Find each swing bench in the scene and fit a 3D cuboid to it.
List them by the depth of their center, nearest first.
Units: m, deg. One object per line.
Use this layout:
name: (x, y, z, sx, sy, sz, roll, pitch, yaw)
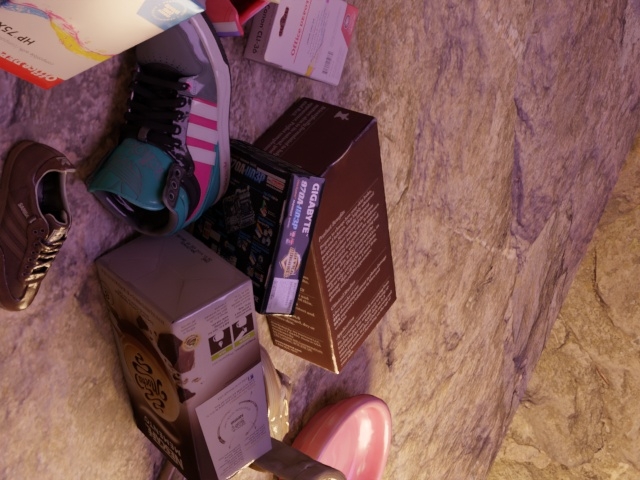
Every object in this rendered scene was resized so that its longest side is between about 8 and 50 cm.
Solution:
swing bench: (-0.111, 0.379, 1.409, 0.165, 0.253, 0.255, -7, 114, -59)

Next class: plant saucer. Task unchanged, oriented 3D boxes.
plant saucer: (0.018, 0.437, 1.847, 0.332, 0.084, 0.332, -37, 137, -46)

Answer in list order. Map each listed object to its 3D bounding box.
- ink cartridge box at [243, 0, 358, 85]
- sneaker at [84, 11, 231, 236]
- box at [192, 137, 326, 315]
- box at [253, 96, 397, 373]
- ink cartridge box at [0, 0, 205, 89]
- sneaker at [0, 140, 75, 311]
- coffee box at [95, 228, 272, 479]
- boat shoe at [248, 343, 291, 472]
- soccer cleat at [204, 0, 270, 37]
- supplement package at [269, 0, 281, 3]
ink cartridge box: (-0.033, -0.283, 1.322, 0.198, 0.067, 0.115, 3, 105, -62)
sneaker: (-0.190, -0.119, 1.106, 0.178, 0.124, 0.295, -55, 151, -44)
box: (-0.087, -0.023, 1.239, 0.051, 0.220, 0.175, 6, 103, -33)
box: (0.000, 0.000, 1.487, 0.191, 0.143, 0.381, -48, 146, -34)
ink cartridge box: (-0.234, -0.208, 0.854, 0.134, 0.231, 0.078, 22, 50, -61)
sneaker: (-0.300, -0.006, 1.028, 0.066, 0.071, 0.188, -16, 121, -56)
coffee box: (-0.166, 0.150, 1.239, 0.119, 0.168, 0.297, -30, 134, -30)
boat shoe: (-0.097, 0.237, 1.505, 0.098, 0.109, 0.302, -54, 154, -36)
soccer cleat: (-0.061, -0.350, 1.178, 0.318, 0.116, 0.108, -53, 147, -28)
supplement package: (-0.115, -0.407, 0.962, 0.199, 0.198, 0.263, 23, 87, -62)
